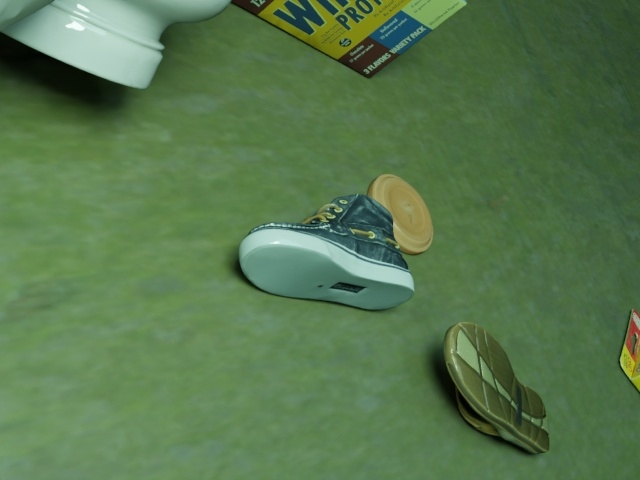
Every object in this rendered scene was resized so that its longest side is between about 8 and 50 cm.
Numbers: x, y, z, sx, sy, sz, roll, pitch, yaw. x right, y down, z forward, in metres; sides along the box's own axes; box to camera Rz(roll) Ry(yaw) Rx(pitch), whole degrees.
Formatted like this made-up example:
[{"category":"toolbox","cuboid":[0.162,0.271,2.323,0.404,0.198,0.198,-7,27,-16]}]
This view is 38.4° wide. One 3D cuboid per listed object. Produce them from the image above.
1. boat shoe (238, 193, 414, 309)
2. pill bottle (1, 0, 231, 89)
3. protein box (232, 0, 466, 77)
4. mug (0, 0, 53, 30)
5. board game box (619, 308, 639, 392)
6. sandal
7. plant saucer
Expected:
[{"category":"boat shoe","cuboid":[0.000,0.000,0.733,0.183,0.065,0.083,19,49,-46]},{"category":"pill bottle","cuboid":[-0.105,-0.270,0.587,0.181,0.323,0.181,25,10,-5]},{"category":"protein box","cuboid":[0.014,-0.308,0.899,0.199,0.136,0.201,21,50,-38]},{"category":"mug","cuboid":[-0.274,-0.123,0.382,0.328,0.276,0.374,-49,133,-46]},{"category":"board game box","cuboid":[0.452,0.204,1.104,0.259,0.039,0.124,48,38,-7]},{"category":"sandal","cuboid":[0.149,0.139,0.811,0.180,0.049,0.072,45,43,-39]},{"category":"plant saucer","cuboid":[0.079,-0.026,0.872,0.083,0.013,0.083,27,48,-33]}]
